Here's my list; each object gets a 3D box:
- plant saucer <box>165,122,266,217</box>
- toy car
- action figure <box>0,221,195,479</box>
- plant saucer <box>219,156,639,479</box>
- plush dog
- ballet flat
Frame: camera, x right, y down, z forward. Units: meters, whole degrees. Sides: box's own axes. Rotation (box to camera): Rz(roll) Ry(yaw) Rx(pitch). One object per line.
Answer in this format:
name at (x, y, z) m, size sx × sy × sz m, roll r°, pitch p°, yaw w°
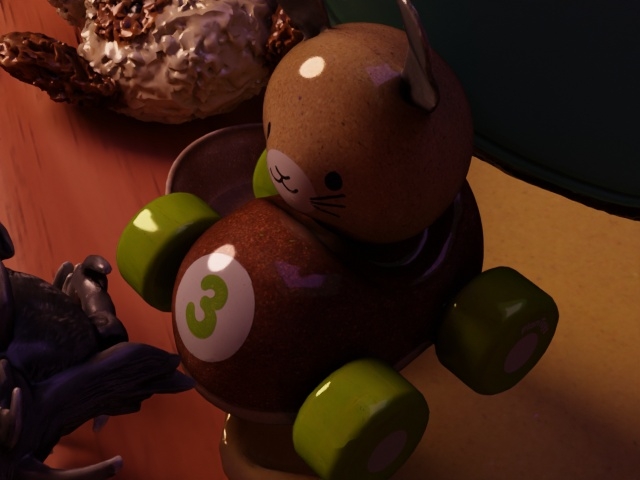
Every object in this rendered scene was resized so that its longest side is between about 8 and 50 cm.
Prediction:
plant saucer at (0.000, 0.000, 0.682) m, size 0.198 × 0.036 × 0.198 m, roll 14°, pitch 37°, yaw -11°
toy car at (0.004, -0.027, 0.437) m, size 0.149 × 0.188 × 0.155 m, roll -31°, pitch 52°, yaw -26°
action figure at (-0.158, 0.044, 0.468) m, size 0.164 × 0.141 × 0.275 m, roll -1°, pitch 29°, yaw -30°
plant saucer at (0.145, 0.025, 0.571) m, size 0.333 × 0.081 × 0.333 m, roll 7°, pitch 46°, yaw 7°
plush dog at (-0.109, -0.176, 0.770) m, size 0.262 × 0.210 × 0.225 m, roll -16°, pitch 59°, yaw 0°
ballet flat at (0.218, -0.079, 0.520) m, size 0.483 × 0.164 × 0.182 m, roll 20°, pitch 26°, yaw 6°
